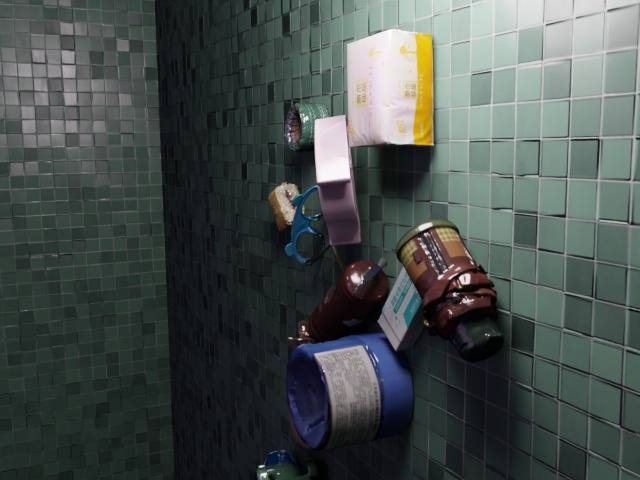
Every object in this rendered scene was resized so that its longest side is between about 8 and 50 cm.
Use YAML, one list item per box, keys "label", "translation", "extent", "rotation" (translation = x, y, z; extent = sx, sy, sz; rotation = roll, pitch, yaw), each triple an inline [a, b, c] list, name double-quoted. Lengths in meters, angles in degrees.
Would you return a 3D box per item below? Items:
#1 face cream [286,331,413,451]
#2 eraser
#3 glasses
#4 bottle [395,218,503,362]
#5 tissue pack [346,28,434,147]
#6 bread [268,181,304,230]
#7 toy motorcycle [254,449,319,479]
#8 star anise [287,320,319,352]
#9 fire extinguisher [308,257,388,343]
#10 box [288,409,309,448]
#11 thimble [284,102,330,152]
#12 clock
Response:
- label: "face cream"
  translation: [0.059, 0.347, 1.634]
  extent: [0.249, 0.225, 0.249]
  rotation: [12, 103, 62]
- label: "eraser"
  translation: [0.197, 0.131, 1.512]
  extent: [0.095, 0.052, 0.225]
  rotation: [60, 144, 38]
- label: "glasses"
  translation: [0.023, -0.011, 1.837]
  extent: [0.207, 0.102, 0.239]
  rotation: [30, 123, 26]
- label: "bottle"
  translation: [0.241, 0.101, 1.315]
  extent: [0.156, 0.143, 0.271]
  rotation: [-53, 48, 41]
- label: "tissue pack"
  translation: [0.143, -0.308, 1.470]
  extent: [0.185, 0.124, 0.225]
  rotation: [-167, 75, -66]
- label: "bread"
  translation: [-0.096, -0.099, 2.039]
  extent: [0.106, 0.082, 0.125]
  rotation: [141, 111, -71]
- label: "toy motorcycle"
  translation: [-0.111, 0.730, 2.109]
  extent: [0.326, 0.191, 0.199]
  rotation: [120, 144, -69]
- label: "star anise"
  translation: [-0.001, 0.322, 1.842]
  extent: [0.223, 0.109, 0.236]
  rotation: [-79, -34, -68]
- label: "fire extinguisher"
  translation: [0.071, 0.144, 1.680]
  extent: [0.114, 0.135, 0.337]
  rotation: [40, 141, 6]
- label: "box"
  translation: [-0.034, 0.487, 1.992]
  extent: [0.146, 0.088, 0.200]
  rotation: [163, 103, -64]
- label: "thimble"
  translation: [-0.034, -0.299, 1.863]
  extent: [0.135, 0.090, 0.118]
  rotation: [113, 143, -45]
- label: "clock"
  translation: [0.039, -0.157, 1.672]
  extent: [0.275, 0.080, 0.290]
  rotation: [77, -172, -49]
